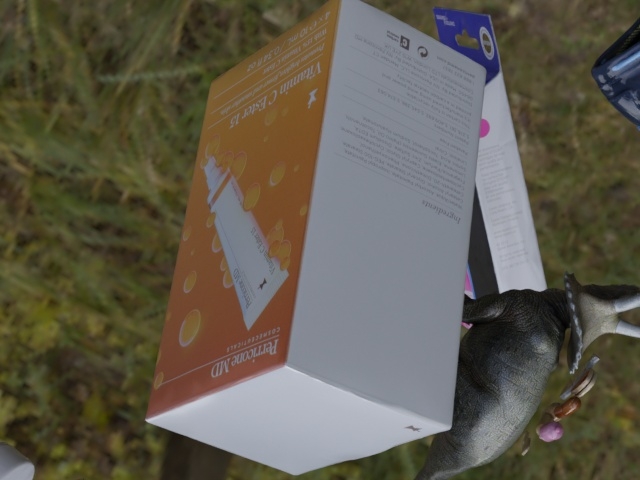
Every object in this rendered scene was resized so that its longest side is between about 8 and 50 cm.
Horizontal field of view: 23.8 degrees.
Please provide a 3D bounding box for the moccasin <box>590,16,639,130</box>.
[{"bbox_3d":[0.380,-0.252,1.383,0.117,0.342,0.138,35,-177,-10],"label":"moccasin"}]

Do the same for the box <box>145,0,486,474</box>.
[{"bbox_3d":[0.000,0.000,1.310,0.168,0.345,0.215,24,150,-29],"label":"box"}]

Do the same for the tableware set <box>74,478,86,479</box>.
[{"bbox_3d":[-0.251,0.284,1.285,0.020,0.141,0.169,24,125,40],"label":"tableware set"}]

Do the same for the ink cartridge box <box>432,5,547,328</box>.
[{"bbox_3d":[0.169,-0.066,1.663,0.176,0.069,0.371,-143,40,-71],"label":"ink cartridge box"}]

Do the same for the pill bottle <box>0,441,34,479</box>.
[{"bbox_3d":[-0.277,0.127,1.013,0.169,0.094,0.094,34,152,14],"label":"pill bottle"}]

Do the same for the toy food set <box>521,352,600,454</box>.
[{"bbox_3d":[0.260,0.179,1.611,0.019,0.078,0.122,38,108,-1],"label":"toy food set"}]

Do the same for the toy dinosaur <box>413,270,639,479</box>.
[{"bbox_3d":[0.149,0.121,1.361,0.121,0.313,0.160,44,175,-35],"label":"toy dinosaur"}]
